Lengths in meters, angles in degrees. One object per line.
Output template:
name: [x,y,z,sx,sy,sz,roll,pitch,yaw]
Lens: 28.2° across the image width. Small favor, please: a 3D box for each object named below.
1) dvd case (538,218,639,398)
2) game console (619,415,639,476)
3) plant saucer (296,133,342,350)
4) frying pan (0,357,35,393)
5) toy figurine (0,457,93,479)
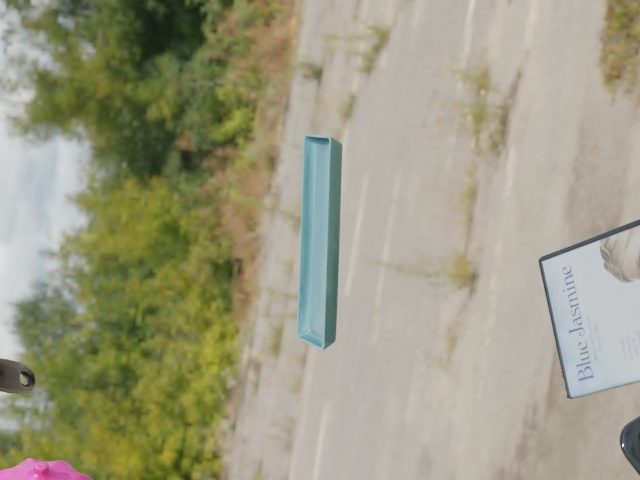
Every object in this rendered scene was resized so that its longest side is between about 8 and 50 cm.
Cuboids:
dvd case: [0.363,0.072,1.473,0.253,0.022,0.180,-26,70,50]
game console: [0.479,0.211,1.195,0.293,0.173,0.250,54,134,24]
plant saucer: [0.000,0.000,1.158,0.067,0.018,0.192,-164,74,-67]
frying pan: [-0.317,0.081,1.064,0.326,0.053,0.197,-76,-19,-78]
toy figurine: [-0.192,0.229,0.859,0.173,0.130,0.159,142,131,-63]
